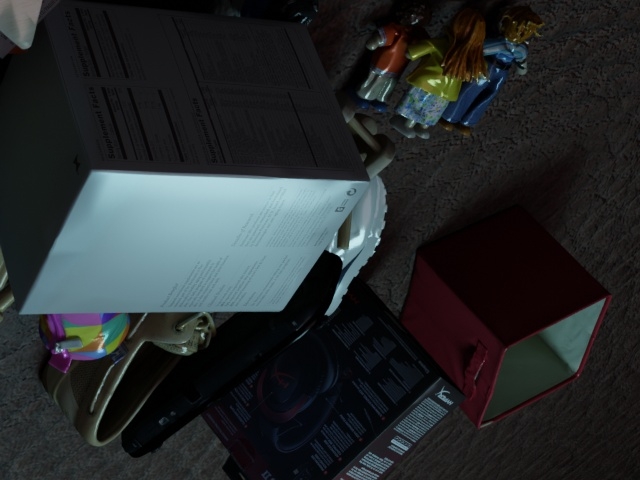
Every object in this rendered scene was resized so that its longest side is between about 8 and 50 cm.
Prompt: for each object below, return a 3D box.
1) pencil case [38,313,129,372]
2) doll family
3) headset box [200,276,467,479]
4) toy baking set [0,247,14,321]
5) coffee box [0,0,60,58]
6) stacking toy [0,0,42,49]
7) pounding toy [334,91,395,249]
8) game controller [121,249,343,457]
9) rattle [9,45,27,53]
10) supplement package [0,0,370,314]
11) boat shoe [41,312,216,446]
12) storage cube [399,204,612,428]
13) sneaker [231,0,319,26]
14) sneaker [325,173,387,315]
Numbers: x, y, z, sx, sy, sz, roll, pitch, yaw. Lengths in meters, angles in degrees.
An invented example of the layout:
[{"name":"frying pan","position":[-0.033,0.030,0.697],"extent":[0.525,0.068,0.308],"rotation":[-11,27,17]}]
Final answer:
[{"name":"pencil case","position":[-0.246,0.030,1.577],"extent":[0.104,0.104,0.236],"rotation":[-28,146,-21]},{"name":"doll family","position":[0.165,-0.192,1.738],"extent":[0.263,0.118,0.163],"rotation":[-3,133,-46]},{"name":"headset box","position":[-0.003,0.208,1.970],"extent":[0.293,0.218,0.110],"rotation":[-44,150,3]},{"name":"toy baking set","position":[-0.401,0.070,1.532],"extent":[0.256,0.030,0.197],"rotation":[-46,144,-4]},{"name":"coffee box","position":[-0.218,-0.278,1.213],"extent":[0.246,0.098,0.141],"rotation":[-43,149,4]},{"name":"stacking toy","position":[-0.217,-0.274,1.051],"extent":[0.309,0.130,0.279],"rotation":[30,102,-30]},{"name":"pounding toy","position":[0.012,-0.045,1.646],"extent":[0.154,0.155,0.269],"rotation":[-19,-149,52]},{"name":"game controller","position":[-0.101,0.127,1.792],"extent":[0.319,0.067,0.166],"rotation":[-37,-174,24]},{"name":"rattle","position":[-0.357,-0.146,1.264],"extent":[0.200,0.143,0.130],"rotation":[-39,-169,-2]},{"name":"supplement package","position":[-0.136,-0.069,1.399],"extent":[0.263,0.198,0.199],"rotation":[1,142,-31]},{"name":"boat shoe","position":[-0.159,0.080,1.732],"extent":[0.341,0.110,0.122],"rotation":[-49,149,14]},{"name":"storage cube","position":[0.243,0.101,2.135],"extent":[0.215,0.193,0.183],"rotation":[-24,146,-28]},{"name":"sneaker","position":[-0.026,-0.250,1.480],"extent":[0.058,0.084,0.152],"rotation":[-7,136,-44]},{"name":"sneaker","position":[0.000,0.000,1.844],"extent":[0.095,0.090,0.235],"rotation":[3,127,-31]}]
